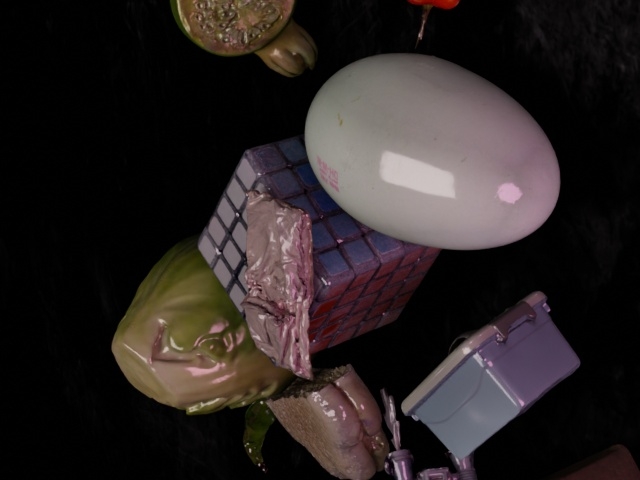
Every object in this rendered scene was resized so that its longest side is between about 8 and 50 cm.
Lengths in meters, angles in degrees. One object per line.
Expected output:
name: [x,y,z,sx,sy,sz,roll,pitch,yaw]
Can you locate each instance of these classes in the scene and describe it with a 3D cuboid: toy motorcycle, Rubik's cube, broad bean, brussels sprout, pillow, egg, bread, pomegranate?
toy motorcycle: [0.171,0.403,1.893,0.207,0.134,0.401,79,-177,-76]
Rubik's cube: [0.000,0.000,1.873,0.237,0.237,0.238,54,141,21]
broad bean: [-0.112,0.337,2.384,0.061,0.046,0.195,32,136,30]
brussels sprout: [-0.159,0.128,2.061,0.289,0.355,0.281,1,117,46]
pillow: [-0.059,0.059,1.735,0.135,0.049,0.248,29,126,49]
egg: [0.134,-0.108,1.632,0.371,0.230,0.230,26,126,43]
bread: [0.024,0.286,2.060,0.183,0.102,0.337,53,164,-4]
pomegranate: [-0.101,-0.361,1.953,0.159,0.241,0.190,-98,26,-74]

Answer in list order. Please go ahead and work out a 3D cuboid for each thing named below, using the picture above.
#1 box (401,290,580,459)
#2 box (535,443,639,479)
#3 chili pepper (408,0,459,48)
box: [0.219,0.175,1.711,0.130,0.162,0.227,51,144,13]
box: [0.305,0.392,1.694,0.184,0.143,0.273,64,147,11]
chili pepper: [0.141,-0.329,1.647,0.084,0.086,0.192,22,118,17]
